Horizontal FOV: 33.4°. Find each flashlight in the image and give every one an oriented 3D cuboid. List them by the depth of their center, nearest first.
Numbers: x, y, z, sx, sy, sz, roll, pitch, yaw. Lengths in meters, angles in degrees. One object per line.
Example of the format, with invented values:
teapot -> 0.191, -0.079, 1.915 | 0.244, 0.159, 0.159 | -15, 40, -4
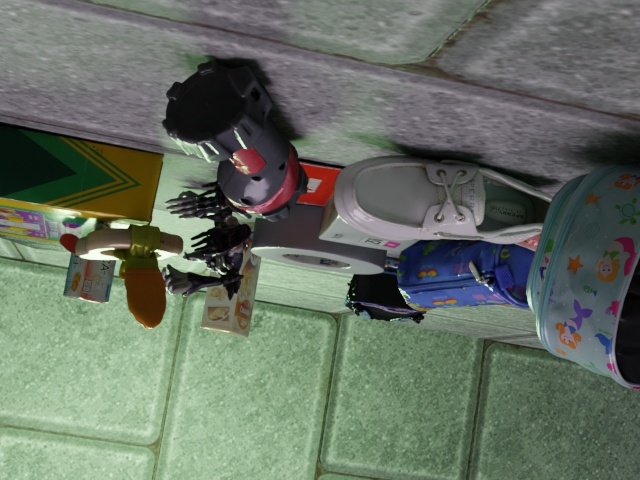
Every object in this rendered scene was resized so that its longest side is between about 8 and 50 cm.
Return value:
flashlight -> -0.087, -0.093, 1.106 | 0.103, 0.103, 0.304 | 10, 173, 12

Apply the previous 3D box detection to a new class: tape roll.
tape roll -> 0.000, 0.000, 1.718 | 0.219, 0.072, 0.219 | 8, 172, 1

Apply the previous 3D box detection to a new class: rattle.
rattle -> -0.283, 0.050, 1.466 | 0.200, 0.142, 0.130 | -9, -177, 32

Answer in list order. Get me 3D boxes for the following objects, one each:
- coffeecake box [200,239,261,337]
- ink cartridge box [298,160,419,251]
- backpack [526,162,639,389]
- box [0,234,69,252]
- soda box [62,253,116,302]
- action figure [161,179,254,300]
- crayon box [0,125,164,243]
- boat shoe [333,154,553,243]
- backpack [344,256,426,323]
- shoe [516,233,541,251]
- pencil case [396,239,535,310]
coffeecake box -> -0.174, 0.092, 2.110 | 0.068, 0.185, 0.142 | 7, 172, 11
ink cartridge box -> 0.023, -0.045, 1.450 | 0.239, 0.060, 0.275 | 8, 171, -6
backpack -> 0.321, 0.033, 1.072 | 0.191, 0.225, 0.254 | 23, -167, 39
box -> -0.484, -0.036, 1.899 | 0.156, 0.093, 0.158 | 5, 170, 22
soda box -> -0.383, 0.013, 1.815 | 0.058, 0.183, 0.063 | 17, 170, -42
action figure -> -0.175, -0.002, 1.632 | 0.141, 0.164, 0.275 | -1, 163, -10
crayon box -> -0.404, -0.071, 1.552 | 0.313, 0.106, 0.363 | 9, 171, -12
boat shoe -> 0.151, -0.049, 1.193 | 0.277, 0.098, 0.096 | 3, 175, -27
backpack -> 0.128, 0.102, 2.100 | 0.158, 0.116, 0.173 | 9, 171, -6
shoe -> 0.273, -0.019, 1.339 | 0.178, 0.063, 0.081 | 13, 176, 1
pencil case -> 0.231, 0.048, 1.627 | 0.133, 0.119, 0.306 | -14, -178, -28
